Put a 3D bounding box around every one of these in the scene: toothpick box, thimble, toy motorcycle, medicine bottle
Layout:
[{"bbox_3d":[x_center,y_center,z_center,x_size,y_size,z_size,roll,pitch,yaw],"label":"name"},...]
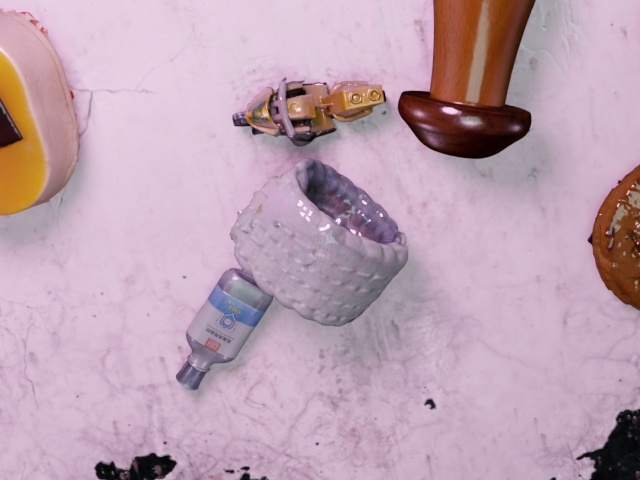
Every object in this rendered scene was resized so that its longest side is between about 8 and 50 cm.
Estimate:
[{"bbox_3d":[0.215,-0.264,1.496,0.192,0.192,0.294,5,104,-6],"label":"toothpick box"},{"bbox_3d":[0.000,0.000,1.558,0.250,0.205,0.172,32,112,-22],"label":"thimble"},{"bbox_3d":[-0.015,-0.189,1.531,0.229,0.130,0.094,-9,90,-1],"label":"toy motorcycle"},{"bbox_3d":[-0.161,0.145,1.680,0.090,0.054,0.208,30,105,-13],"label":"medicine bottle"}]

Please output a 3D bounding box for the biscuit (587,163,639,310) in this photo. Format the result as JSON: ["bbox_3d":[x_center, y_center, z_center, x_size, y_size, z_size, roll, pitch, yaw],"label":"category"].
[{"bbox_3d":[0.572,-0.009,1.664,0.296,0.075,0.296,-1,110,-4],"label":"biscuit"}]

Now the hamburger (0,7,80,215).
[{"bbox_3d":[-0.463,-0.180,1.499,0.227,0.151,0.295,-8,114,5],"label":"hamburger"}]
